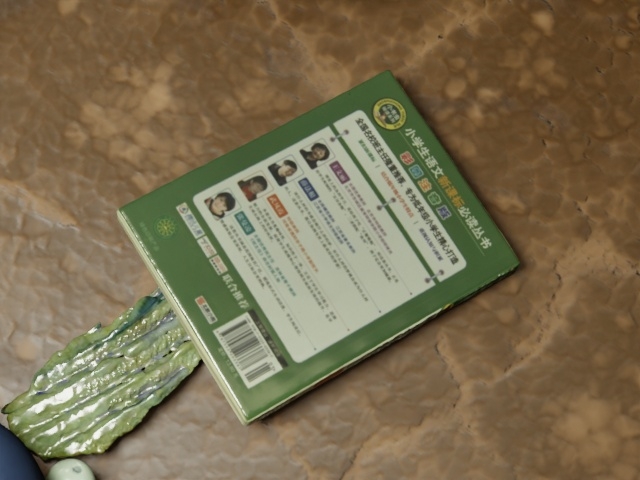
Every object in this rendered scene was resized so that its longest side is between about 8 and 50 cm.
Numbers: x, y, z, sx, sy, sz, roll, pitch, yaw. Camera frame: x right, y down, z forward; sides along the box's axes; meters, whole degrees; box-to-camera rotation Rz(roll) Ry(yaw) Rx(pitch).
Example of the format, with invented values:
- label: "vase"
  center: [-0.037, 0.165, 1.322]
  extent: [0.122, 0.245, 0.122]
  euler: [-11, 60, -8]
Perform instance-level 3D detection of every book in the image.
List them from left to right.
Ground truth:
- label: "book"
  center: [0.000, 0.000, 1.207]
  extent: [0.264, 0.027, 0.202]
  euler: [-29, 76, -18]

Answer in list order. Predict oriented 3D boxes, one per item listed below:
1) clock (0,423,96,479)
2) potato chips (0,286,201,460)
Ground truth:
- label: "clock"
  center: [-0.227, 0.220, 1.074]
  extent: [0.243, 0.146, 0.199]
  euler: [29, 42, 2]
- label: "potato chips"
  center: [-0.151, 0.099, 1.180]
  extent: [0.207, 0.028, 0.092]
  euler: [-36, 72, -13]
